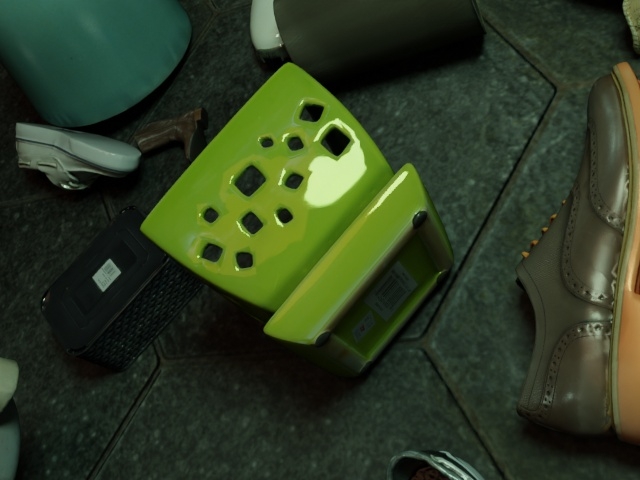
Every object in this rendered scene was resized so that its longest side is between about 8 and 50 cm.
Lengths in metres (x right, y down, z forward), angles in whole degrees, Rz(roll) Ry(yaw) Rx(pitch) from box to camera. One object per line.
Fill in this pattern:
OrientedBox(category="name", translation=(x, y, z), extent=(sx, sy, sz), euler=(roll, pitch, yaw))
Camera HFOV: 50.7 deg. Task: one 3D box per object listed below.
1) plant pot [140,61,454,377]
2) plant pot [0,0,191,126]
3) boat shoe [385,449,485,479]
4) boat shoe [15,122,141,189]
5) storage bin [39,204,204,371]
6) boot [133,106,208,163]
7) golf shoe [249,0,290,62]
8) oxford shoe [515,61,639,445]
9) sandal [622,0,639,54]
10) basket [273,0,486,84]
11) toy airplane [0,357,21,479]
OrientedBox(category="plant pot", translation=(0.000, 0.000, 0.688), extent=(0.207, 0.228, 0.227), euler=(39, 86, 29))
OrientedBox(category="plant pot", translation=(-0.380, -0.360, 1.016), extent=(0.293, 0.235, 0.293), euler=(-12, 52, 16))
OrientedBox(category="boat shoe", translation=(0.167, 0.283, 0.529), extent=(0.113, 0.105, 0.306), euler=(-42, 55, 2))
OrientedBox(category="boat shoe", translation=(-0.370, -0.117, 1.007), extent=(0.267, 0.096, 0.088), euler=(16, 103, 30))
OrientedBox(category="storage bin", translation=(-0.250, 0.061, 0.861), extent=(0.180, 0.084, 0.122), euler=(-48, 55, -2))
OrientedBox(category="boot", translation=(-0.220, -0.139, 0.974), extent=(0.114, 0.037, 0.106), euler=(-11, 48, 17))
OrientedBox(category="golf shoe", translation=(-0.064, -0.385, 0.972), extent=(0.105, 0.120, 0.273), euler=(-3, 66, 23))
OrientedBox(category="oxford shoe", translation=(0.246, -0.004, 0.625), extent=(0.132, 0.130, 0.364), euler=(-4, 63, 33))
OrientedBox(category="sandal", translation=(0.355, -0.244, 0.734), extent=(0.240, 0.088, 0.079), euler=(39, 118, 42))
OrientedBox(category="basket", translation=(0.069, -0.296, 0.846), extent=(0.227, 0.154, 0.204), euler=(-21, 56, 20))
OrientedBox(category="toy airplane", translation=(-0.478, 0.309, 0.775), extent=(0.386, 0.272, 0.384), euler=(-19, 38, 60))
